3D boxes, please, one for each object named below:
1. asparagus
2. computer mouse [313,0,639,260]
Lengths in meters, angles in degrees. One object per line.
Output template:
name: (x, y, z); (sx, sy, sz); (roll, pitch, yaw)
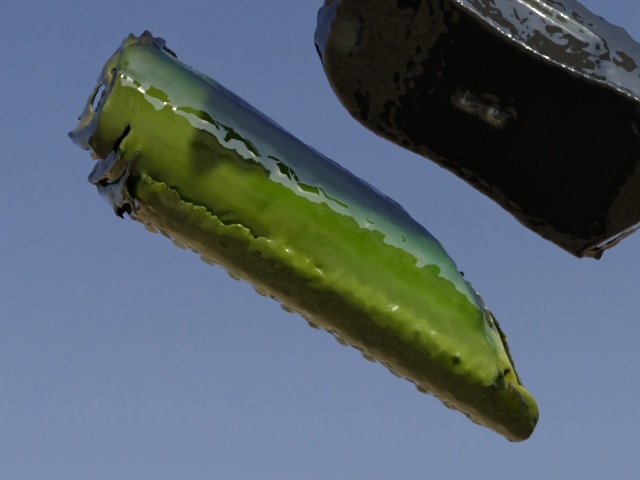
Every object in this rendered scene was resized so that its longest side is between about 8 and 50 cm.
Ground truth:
asparagus: (0.000, 0.000, 1.151); (0.382, 0.128, 0.108); (32, -63, -5)
computer mouse: (0.101, -0.081, 0.889); (0.217, 0.073, 0.122); (32, -50, 4)
